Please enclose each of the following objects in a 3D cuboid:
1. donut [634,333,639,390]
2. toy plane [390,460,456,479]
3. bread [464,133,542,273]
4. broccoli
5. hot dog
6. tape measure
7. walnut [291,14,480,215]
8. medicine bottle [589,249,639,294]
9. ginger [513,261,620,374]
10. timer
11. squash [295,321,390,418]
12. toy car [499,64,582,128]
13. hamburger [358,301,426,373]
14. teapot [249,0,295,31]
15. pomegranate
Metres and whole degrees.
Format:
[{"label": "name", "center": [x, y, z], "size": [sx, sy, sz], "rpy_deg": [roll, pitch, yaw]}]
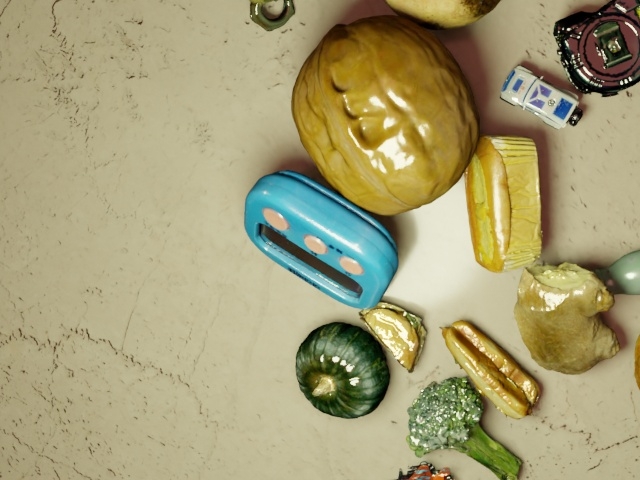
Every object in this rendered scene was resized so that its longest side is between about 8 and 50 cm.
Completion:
[{"label": "donut", "center": [0.752, 0.256, 1.748], "size": [0.226, 0.114, 0.227], "rpy_deg": [2, 99, 11]}, {"label": "toy plane", "center": [0.210, 0.532, 1.926], "size": [0.189, 0.061, 0.130], "rpy_deg": [-7, 137, 29]}, {"label": "bread", "center": [0.371, -0.079, 1.772], "size": [0.119, 0.152, 0.288], "rpy_deg": [-6, 98, -11]}, {"label": "broccoli", "center": [0.293, 0.438, 1.863], "size": [0.198, 0.177, 0.275], "rpy_deg": [-28, 106, 14]}, {"label": "hot dog", "center": [0.358, 0.272, 1.840], "size": [0.269, 0.109, 0.072], "rpy_deg": [46, 141, 10]}, {"label": "tape measure", "center": [0.576, -0.383, 1.706], "size": [0.199, 0.112, 0.186], "rpy_deg": [-25, 93, 15]}, {"label": "walnut", "center": [0.122, -0.247, 1.708], "size": [0.354, 0.308, 0.398], "rpy_deg": [-32, 90, 30]}, {"label": "medicine bottle", "center": [0.652, 0.064, 1.756], "size": [0.216, 0.090, 0.090], "rpy_deg": [-19, 93, 15]}, {"label": "ginger", "center": [0.505, 0.154, 1.744], "size": [0.275, 0.130, 0.221], "rpy_deg": [40, 130, -15]}, {"label": "timer", "center": [0.000, 0.000, 1.794], "size": [0.340, 0.309, 0.115], "rpy_deg": [32, 67, 7]}, {"label": "squash", "center": [0.047, 0.284, 1.873], "size": [0.218, 0.172, 0.218], "rpy_deg": [1, 96, 14]}, {"label": "toy car", "center": [0.453, -0.288, 1.763], "size": [0.170, 0.070, 0.080], "rpy_deg": [31, 102, 8]}, {"label": "hamburger", "center": [0.172, 0.195, 1.886], "size": [0.102, 0.087, 0.176], "rpy_deg": [-42, 84, -4]}, {"label": "teapot", "center": [-0.102, -0.581, 1.814], "size": [0.182, 0.173, 0.269], "rpy_deg": [-22, 119, -16]}, {"label": "pomegranate", "center": [0.231, -0.569, 1.674], "size": [0.322, 0.322, 0.322], "rpy_deg": [2, 98, 12]}]
